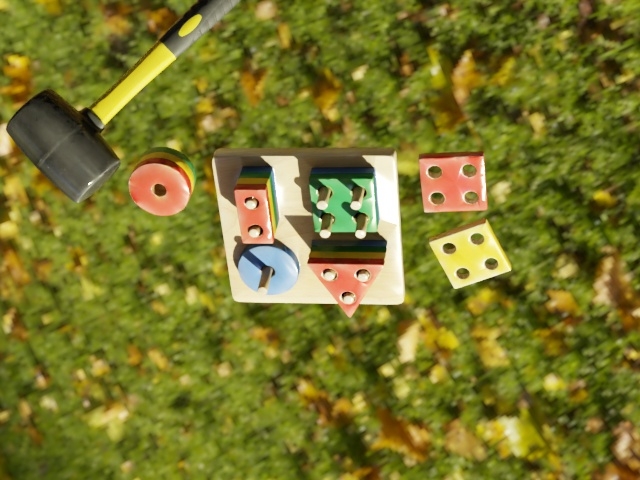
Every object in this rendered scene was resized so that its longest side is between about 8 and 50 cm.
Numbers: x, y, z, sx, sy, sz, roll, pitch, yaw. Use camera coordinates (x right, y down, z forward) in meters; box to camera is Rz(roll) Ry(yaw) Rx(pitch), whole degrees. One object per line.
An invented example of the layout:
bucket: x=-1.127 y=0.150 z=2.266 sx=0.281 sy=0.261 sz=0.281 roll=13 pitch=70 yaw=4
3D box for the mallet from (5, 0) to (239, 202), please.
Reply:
mallet: x=-0.100 y=-0.111 z=0.761 sx=0.062 sy=0.189 sz=0.039 roll=38 pitch=171 yaw=-3

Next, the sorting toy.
sorting toy: x=0.000 y=0.000 z=0.970 sx=0.274 sy=0.046 sz=0.132 roll=1 pitch=125 yaw=9
